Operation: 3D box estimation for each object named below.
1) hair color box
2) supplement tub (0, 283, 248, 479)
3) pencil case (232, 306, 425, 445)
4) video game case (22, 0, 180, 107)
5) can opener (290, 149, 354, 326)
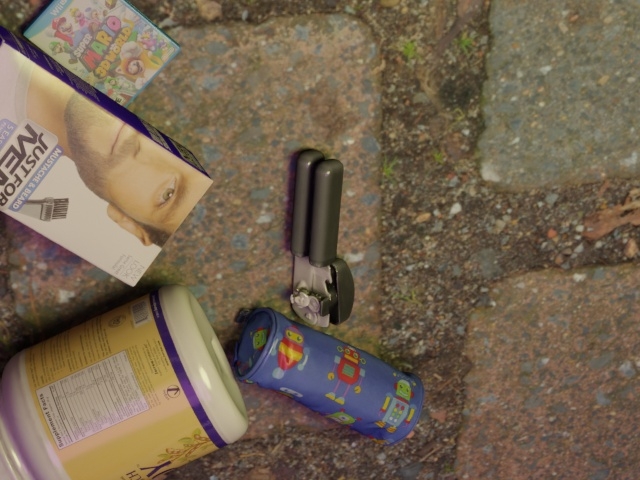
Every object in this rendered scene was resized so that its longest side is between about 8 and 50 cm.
[{"bbox_3d":[-0.327,-0.106,1.721,0.339,0.110,0.185,33,98,-34],"label":"hair color box"},{"bbox_3d":[-0.293,0.228,1.877,0.331,0.241,0.241,-25,122,0],"label":"supplement tub"},{"bbox_3d":[0.006,0.205,2.013,0.306,0.119,0.133,27,146,-27],"label":"pencil case"},{"bbox_3d":[-0.280,-0.257,1.733,0.119,0.015,0.166,-44,120,12],"label":"video game case"},{"bbox_3d":[0.000,0.000,1.935,0.093,0.074,0.280,-29,132,-39],"label":"can opener"}]
